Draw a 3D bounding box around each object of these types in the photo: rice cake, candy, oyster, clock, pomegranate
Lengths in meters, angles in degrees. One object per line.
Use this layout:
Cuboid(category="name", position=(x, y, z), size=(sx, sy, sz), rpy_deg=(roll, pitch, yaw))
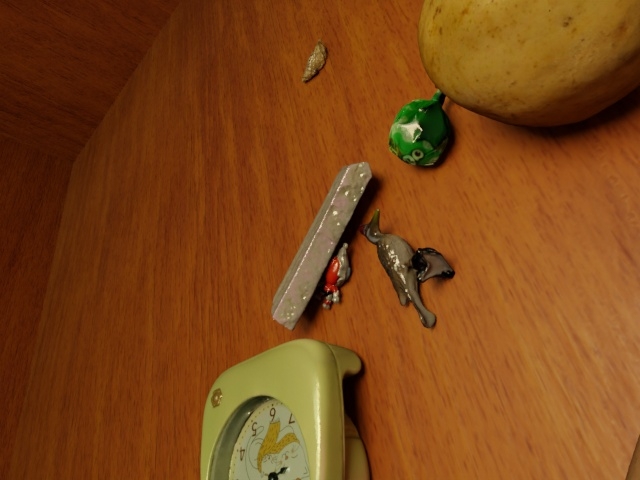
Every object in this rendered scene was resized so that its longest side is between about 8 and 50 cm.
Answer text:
Cuboid(category="rice cake", position=(-0.001, 0.001, 0.777), size=(0.298, 0.050, 0.106), rpy_deg=(-63, 7, 3))
Cuboid(category="candy", position=(0.207, -0.259, 0.698), size=(0.097, 0.097, 0.323), rpy_deg=(24, 81, 51))
Cuboid(category="oyster", position=(-0.012, -0.407, 1.048), size=(0.083, 0.038, 0.080), rpy_deg=(126, 158, -56))
Cuboid(category="clock", position=(-0.054, 0.337, 0.651), size=(0.286, 0.117, 0.348), rpy_deg=(-31, 52, 35))
Cuboid(category="pomegranate", position=(0.246, -0.243, 0.494), size=(0.260, 0.260, 0.260), rpy_deg=(-24, 55, 40))

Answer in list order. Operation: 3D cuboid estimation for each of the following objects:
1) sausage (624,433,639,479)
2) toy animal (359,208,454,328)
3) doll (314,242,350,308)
Cuboid(category="sausage", position=(0.280, 0.227, 0.325), size=(0.123, 0.123, 0.252), rpy_deg=(16, 83, 51))
Cuboid(category="toy animal", position=(0.111, 0.026, 0.660), size=(0.202, 0.070, 0.105), rpy_deg=(46, 126, 45))
Cuboid(category="doll", position=(0.026, 0.058, 0.760), size=(0.057, 0.039, 0.114), rpy_deg=(-107, 40, -73))
